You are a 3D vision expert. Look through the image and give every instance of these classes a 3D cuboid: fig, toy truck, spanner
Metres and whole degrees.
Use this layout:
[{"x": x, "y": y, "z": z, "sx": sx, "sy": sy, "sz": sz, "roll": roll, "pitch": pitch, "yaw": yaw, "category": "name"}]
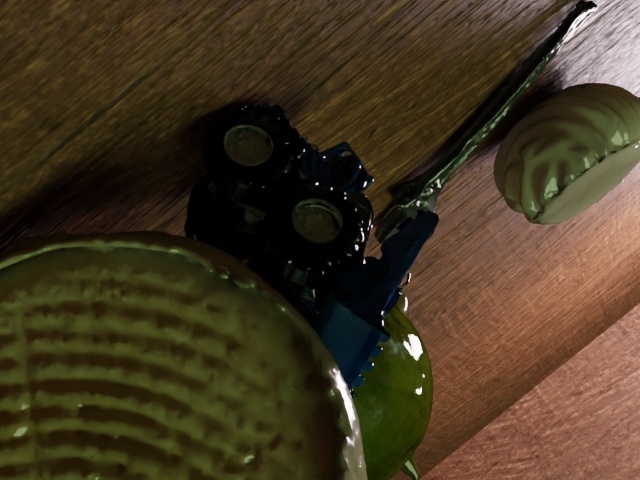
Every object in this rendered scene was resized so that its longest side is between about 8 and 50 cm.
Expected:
[{"x": -0.003, "y": 0.101, "z": 1.147, "sx": 0.233, "sy": 0.233, "sz": 0.314, "roll": -28, "pitch": 142, "yaw": -26, "category": "fig"}, {"x": 0.000, "y": 0.000, "z": 0.906, "sx": 0.126, "sy": 0.208, "sz": 0.113, "roll": -26, "pitch": 159, "yaw": -28, "category": "toy truck"}, {"x": 0.157, "y": -0.109, "z": 1.220, "sx": 0.325, "sy": 0.026, "sz": 0.093, "roll": -48, "pitch": 160, "yaw": 25, "category": "spanner"}]

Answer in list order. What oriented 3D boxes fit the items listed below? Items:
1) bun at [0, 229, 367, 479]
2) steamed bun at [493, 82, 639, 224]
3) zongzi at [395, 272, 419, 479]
[{"x": -0.146, "y": 0.174, "z": 0.870, "sx": 0.364, "sy": 0.364, "sz": 0.202, "roll": -37, "pitch": 177, "yaw": -3, "category": "bun"}, {"x": 0.260, "y": -0.098, "z": 1.310, "sx": 0.182, "sy": 0.106, "sz": 0.183, "roll": -30, "pitch": 160, "yaw": -12, "category": "steamed bun"}, {"x": 0.085, "y": 0.161, "z": 1.441, "sx": 0.094, "sy": 0.204, "sz": 0.205, "roll": -31, "pitch": 162, "yaw": -51, "category": "zongzi"}]
